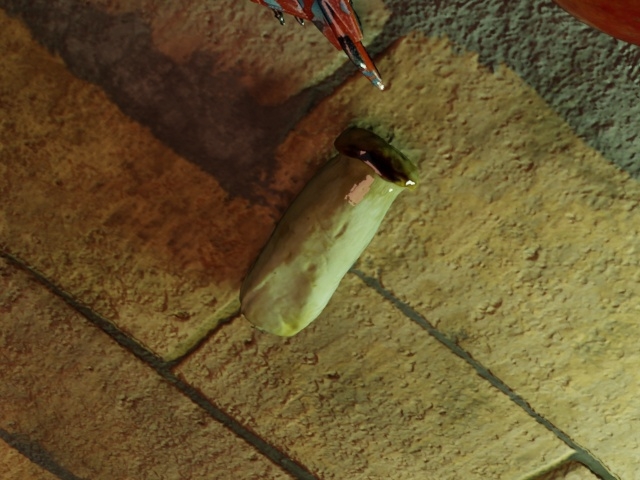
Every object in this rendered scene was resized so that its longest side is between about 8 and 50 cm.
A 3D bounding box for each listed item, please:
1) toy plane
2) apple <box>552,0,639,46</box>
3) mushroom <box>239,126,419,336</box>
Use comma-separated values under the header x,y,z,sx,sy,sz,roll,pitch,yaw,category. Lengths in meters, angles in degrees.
x,y,z,sx,sy,sz,roll,pitch,yaw,category
0.009,-0.221,0.998,0.130,0.061,0.189,-22,124,29,toy plane
0.271,-0.319,0.779,0.365,0.295,0.328,32,99,-15,apple
0.000,0.000,1.171,0.100,0.081,0.312,32,132,-4,mushroom
